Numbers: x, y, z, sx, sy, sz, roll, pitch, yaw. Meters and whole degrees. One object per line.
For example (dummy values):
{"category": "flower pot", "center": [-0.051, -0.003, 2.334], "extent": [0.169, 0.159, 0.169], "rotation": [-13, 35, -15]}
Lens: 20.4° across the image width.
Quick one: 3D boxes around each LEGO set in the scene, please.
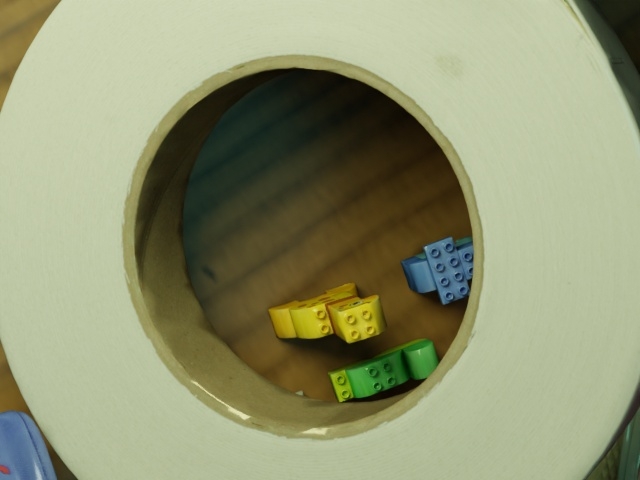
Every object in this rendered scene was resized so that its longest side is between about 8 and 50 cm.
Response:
{"category": "LEGO set", "center": [0.043, 0.057, 1.068], "extent": [0.227, 0.093, 0.087], "rotation": [-20, 98, -8]}

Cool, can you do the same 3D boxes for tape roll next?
{"category": "tape roll", "center": [0.000, 0.000, 0.974], "extent": [0.392, 0.072, 0.392], "rotation": [3, 97, 20]}

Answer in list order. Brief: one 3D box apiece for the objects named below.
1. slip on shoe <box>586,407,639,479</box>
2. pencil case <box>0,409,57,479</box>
{"category": "slip on shoe", "center": [0.205, 0.189, 1.102], "extent": [0.101, 0.123, 0.331], "rotation": [11, 88, -15]}
{"category": "pencil case", "center": [-0.295, 0.163, 0.983], "extent": [0.306, 0.133, 0.119], "rotation": [-3, 128, -19]}
